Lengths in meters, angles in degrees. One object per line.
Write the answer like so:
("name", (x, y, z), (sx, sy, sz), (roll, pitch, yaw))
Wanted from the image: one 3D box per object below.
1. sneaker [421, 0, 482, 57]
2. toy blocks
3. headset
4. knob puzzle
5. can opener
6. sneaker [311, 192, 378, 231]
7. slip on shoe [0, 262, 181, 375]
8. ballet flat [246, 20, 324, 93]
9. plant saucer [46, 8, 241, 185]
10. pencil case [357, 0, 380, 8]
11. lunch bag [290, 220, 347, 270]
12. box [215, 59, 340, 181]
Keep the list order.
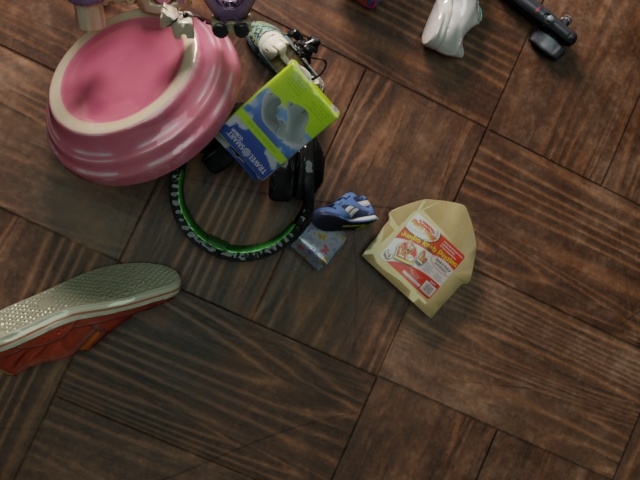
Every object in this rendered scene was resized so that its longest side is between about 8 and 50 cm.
("sneaker", (0.261, -0.435, 1.330), (0.094, 0.080, 0.212), (21, 93, -19))
("toy blocks", (-0.244, -0.480, 1.086), (0.289, 0.309, 0.260), (-3, 128, -6))
("headset", (-0.097, -0.149, 1.208), (0.244, 0.185, 0.394), (25, 97, -8))
("knob puzzle", (0.196, 0.011, 1.326), (0.213, 0.030, 0.213), (0, 89, -8))
("can opener", (0.394, -0.417, 1.348), (0.186, 0.059, 0.073), (42, 84, -6))
("sneaker", (0.037, -0.051, 1.271), (0.144, 0.053, 0.059), (-1, 70, -45))
("slip on shoe", (-0.387, 0.126, 1.209), (0.331, 0.123, 0.101), (-22, 124, -13))
("ballet flat", (-0.057, -0.314, 1.278), (0.070, 0.070, 0.188), (-44, 95, -7))
("plant saucer", (-0.290, -0.243, 1.143), (0.332, 0.084, 0.332), (-8, 60, 14))
("pencil case", (0.131, -0.525, 1.292), (0.104, 0.104, 0.236), (38, 85, -6))
("lunch bag", (0.000, 0.000, 1.286), (0.071, 0.053, 0.083), (42, 58, -5))
("box", (-0.072, -0.176, 1.122), (0.178, 0.042, 0.109), (-38, 103, 17))
